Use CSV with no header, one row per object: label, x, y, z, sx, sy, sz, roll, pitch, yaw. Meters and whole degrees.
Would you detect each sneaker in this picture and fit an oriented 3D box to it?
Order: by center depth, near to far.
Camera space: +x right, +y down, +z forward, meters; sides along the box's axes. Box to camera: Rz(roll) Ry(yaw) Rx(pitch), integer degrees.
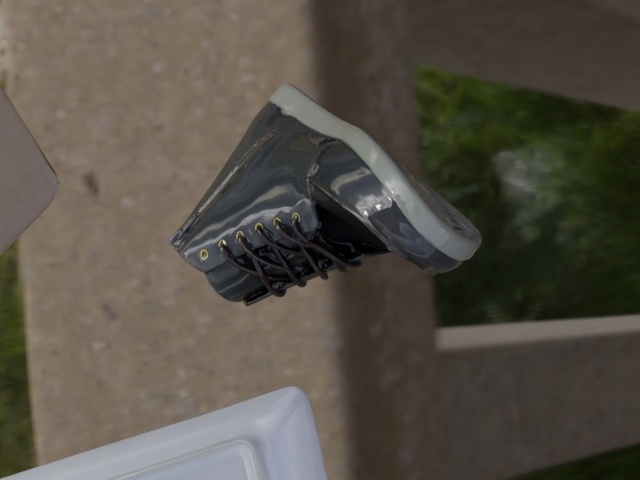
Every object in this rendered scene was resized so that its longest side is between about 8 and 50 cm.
sneaker,0.000,0.000,1.028,0.118,0.083,0.222,-51,27,0

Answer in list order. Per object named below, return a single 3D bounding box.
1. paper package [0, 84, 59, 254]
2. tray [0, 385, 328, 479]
paper package,-0.318,-0.032,0.764,0.168,0.309,0.325,12,50,43
tray,-0.118,0.181,1.015,0.270,0.030,0.145,-19,72,17
